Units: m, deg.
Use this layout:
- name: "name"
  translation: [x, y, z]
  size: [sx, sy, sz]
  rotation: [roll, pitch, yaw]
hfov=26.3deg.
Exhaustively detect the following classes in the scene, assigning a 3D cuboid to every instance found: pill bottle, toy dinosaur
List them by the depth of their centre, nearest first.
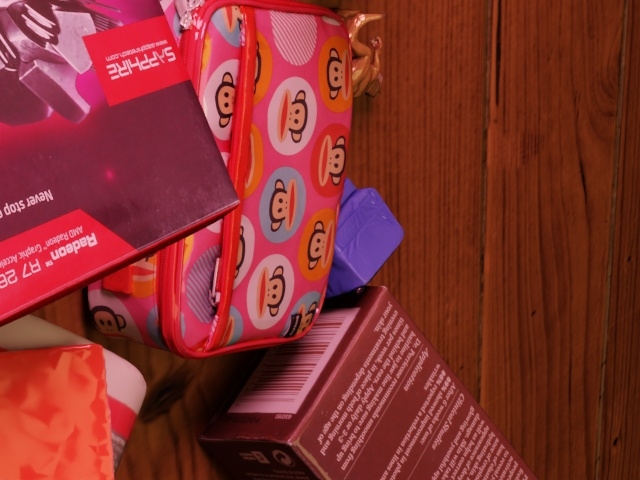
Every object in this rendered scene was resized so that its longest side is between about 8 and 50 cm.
- name: "pill bottle"
  translation: [-0.243, 0.201, 0.845]
  size: [0.176, 0.176, 0.319]
  rotation: [45, 61, -56]
- name: "toy dinosaur"
  translation: [0.022, -0.162, 1.302]
  size: [0.211, 0.064, 0.112]
  rotation: [-16, 115, -58]

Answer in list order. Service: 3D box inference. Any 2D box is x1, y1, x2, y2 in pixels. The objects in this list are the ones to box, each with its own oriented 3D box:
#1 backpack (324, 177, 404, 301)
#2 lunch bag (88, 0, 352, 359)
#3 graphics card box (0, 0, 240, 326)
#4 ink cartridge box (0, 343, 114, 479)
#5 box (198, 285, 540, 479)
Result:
- name: "backpack"
  translation: [0.000, 0.000, 1.267]
  size: [0.098, 0.120, 0.101]
  rotation: [-42, 102, -42]
- name: "lunch bag"
  translation: [-0.089, -0.056, 1.100]
  size: [0.258, 0.120, 0.293]
  rotation: [-4, 102, -56]
- name: "graphics card box"
  translation: [-0.201, -0.144, 0.744]
  size: [0.233, 0.094, 0.371]
  rotation: [-28, 98, -53]
- name: "ink cartridge box"
  translation: [-0.261, 0.217, 0.677]
  size: [0.385, 0.091, 0.308]
  rotation: [-4, 88, -31]
- name: "box"
  translation: [0.078, 0.238, 1.333]
  size: [0.381, 0.143, 0.191]
  rotation: [51, 55, -25]
